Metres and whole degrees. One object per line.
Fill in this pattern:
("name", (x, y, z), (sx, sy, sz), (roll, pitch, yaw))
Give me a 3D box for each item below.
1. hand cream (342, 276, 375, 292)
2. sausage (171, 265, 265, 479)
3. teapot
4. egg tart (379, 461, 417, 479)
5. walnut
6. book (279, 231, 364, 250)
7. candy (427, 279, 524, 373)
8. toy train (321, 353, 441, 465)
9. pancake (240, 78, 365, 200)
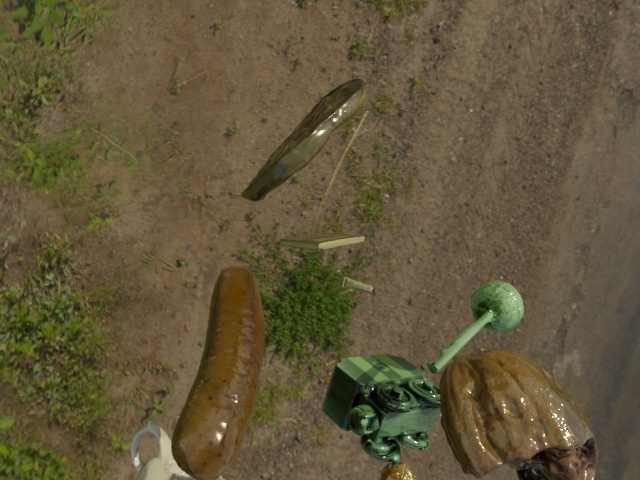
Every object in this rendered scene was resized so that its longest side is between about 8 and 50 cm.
("hand cream", (0.118, 0.139, 1.398), (0.102, 0.022, 0.035), (15, 100, 7))
("sausage", (-0.186, 0.234, 0.944), (0.136, 0.501, 0.123), (4, 130, -2))
("teapot", (-0.323, 0.546, 1.040), (0.166, 0.299, 0.208), (-56, 166, 16))
("egg tart", (0.244, 0.767, 1.445), (0.049, 0.128, 0.129), (26, 85, -59))
("walnut", (0.285, 0.247, 0.642), (0.238, 0.141, 0.204), (35, 39, -21))
("book", (0.000, 0.000, 1.353), (0.160, 0.228, 0.024), (-10, 98, -31))
("candy", (0.324, 0.182, 0.951), (0.439, 0.119, 0.119), (-17, 111, -53))
("toy train", (0.155, 0.387, 1.096), (0.299, 0.238, 0.167), (10, 103, -42))
("pancake", (-0.032, -0.168, 0.792), (0.049, 0.294, 0.294), (43, 76, -15))
